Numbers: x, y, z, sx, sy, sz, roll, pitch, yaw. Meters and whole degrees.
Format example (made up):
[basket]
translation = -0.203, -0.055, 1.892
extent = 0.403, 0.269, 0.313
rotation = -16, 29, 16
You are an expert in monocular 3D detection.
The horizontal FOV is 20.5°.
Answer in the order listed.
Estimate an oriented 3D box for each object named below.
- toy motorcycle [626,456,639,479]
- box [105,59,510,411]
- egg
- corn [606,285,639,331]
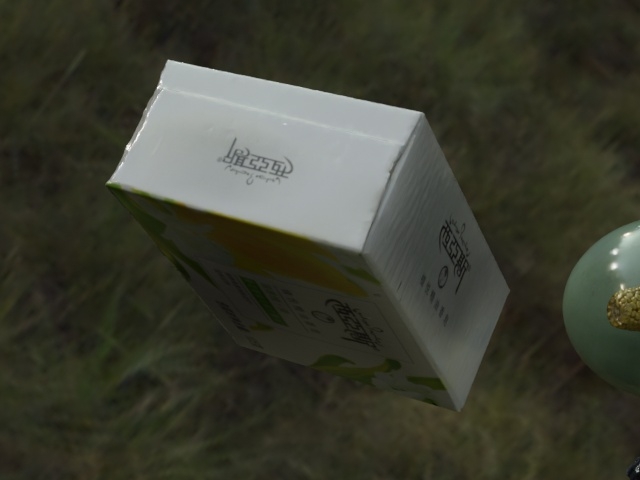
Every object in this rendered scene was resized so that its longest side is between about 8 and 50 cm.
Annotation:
[toy motorcycle]
translation = 0.403, 0.297, 1.651
extent = 0.270, 0.106, 0.159
rotation = 37, 2, -16
[box]
translation = 0.000, 0.000, 1.209
extent = 0.111, 0.194, 0.260
rotation = -65, 151, -21
[egg]
translation = 0.288, 0.054, 1.398
extent = 0.149, 0.192, 0.149
rotation = -2, 90, -75
[corn]
translation = 0.190, 0.035, 0.938
extent = 0.083, 0.028, 0.027
rotation = -4, 53, -22
